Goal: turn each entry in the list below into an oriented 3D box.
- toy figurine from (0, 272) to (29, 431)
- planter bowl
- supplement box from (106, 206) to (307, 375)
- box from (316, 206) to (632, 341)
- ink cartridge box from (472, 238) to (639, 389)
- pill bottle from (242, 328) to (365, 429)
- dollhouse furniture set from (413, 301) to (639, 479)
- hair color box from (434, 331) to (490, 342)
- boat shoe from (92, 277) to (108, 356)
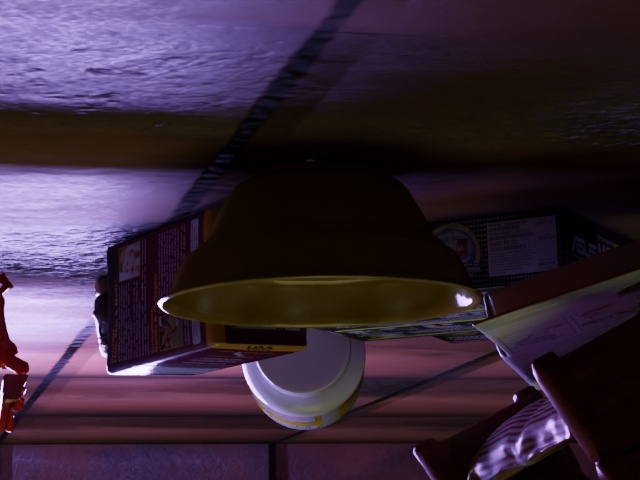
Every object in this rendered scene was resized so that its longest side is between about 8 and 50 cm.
[{"bbox_3d":[-0.371,0.009,1.296,0.363,0.191,0.217,8,138,-10],"label":"toy figurine"},{"bbox_3d":[0.000,0.000,1.267,0.217,0.090,0.217,-1,169,0],"label":"planter bowl"},{"bbox_3d":[-0.090,0.043,1.446,0.081,0.104,0.188,5,168,-30],"label":"supplement box"},{"bbox_3d":[0.108,0.032,1.537,0.270,0.060,0.216,-7,169,27],"label":"box"},{"bbox_3d":[0.248,0.018,1.309,0.275,0.060,0.239,-19,160,12],"label":"ink cartridge box"},{"bbox_3d":[-0.016,0.113,1.793,0.118,0.117,0.208,-1,170,1],"label":"pill bottle"},{"bbox_3d":[0.277,0.112,1.348,0.374,0.152,0.201,-24,168,-33],"label":"dollhouse furniture set"},{"bbox_3d":[0.130,0.066,1.756,0.072,0.043,0.141,-5,168,22],"label":"hair color box"},{"bbox_3d":[-0.109,0.060,1.626,0.207,0.073,0.073,-11,164,37],"label":"boat shoe"}]
